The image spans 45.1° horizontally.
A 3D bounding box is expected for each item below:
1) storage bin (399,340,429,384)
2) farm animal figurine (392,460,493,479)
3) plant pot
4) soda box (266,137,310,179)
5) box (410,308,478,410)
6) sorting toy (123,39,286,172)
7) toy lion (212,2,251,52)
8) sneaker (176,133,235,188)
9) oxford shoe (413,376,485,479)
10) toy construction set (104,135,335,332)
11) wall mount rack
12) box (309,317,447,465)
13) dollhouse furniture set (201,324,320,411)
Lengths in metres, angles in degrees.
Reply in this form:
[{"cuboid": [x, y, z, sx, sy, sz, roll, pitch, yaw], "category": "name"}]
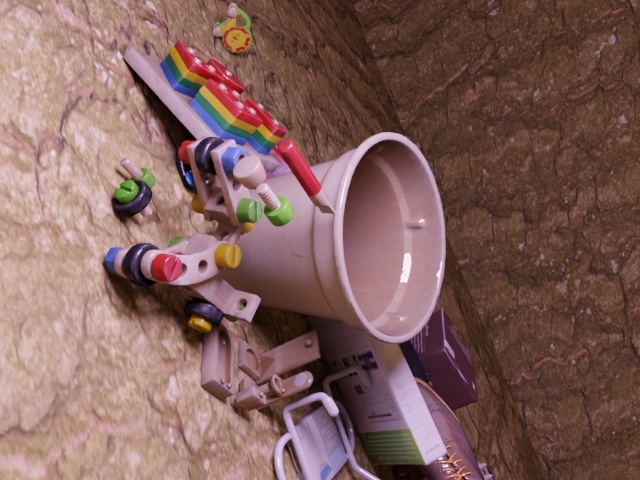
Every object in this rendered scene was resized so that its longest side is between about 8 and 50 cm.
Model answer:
[{"cuboid": [0.135, 0.261, 1.635, 0.084, 0.122, 0.180, 109, -38, -51], "category": "storage bin"}, {"cuboid": [0.317, 0.561, 1.688, 0.330, 0.172, 0.327, 62, 18, 6], "category": "farm animal figurine"}, {"cuboid": [0.000, 0.000, 1.303, 0.334, 0.305, 0.334, 4, 85, -54], "category": "plant pot"}, {"cuboid": [-0.087, -0.150, 1.695, 0.263, 0.092, 0.083, 43, 29, -47], "category": "soda box"}, {"cuboid": [0.233, 0.299, 1.789, 0.168, 0.203, 0.167, 57, 19, -21], "category": "box"}, {"cuboid": [-0.193, -0.260, 1.430, 0.255, 0.089, 0.257, 47, 14, 18], "category": "sorting toy"}, {"cuboid": [-0.203, -0.502, 1.848, 0.096, 0.100, 0.034, 30, 32, -27], "category": "toy lion"}, {"cuboid": [-0.186, -0.093, 1.394, 0.217, 0.079, 0.121, 53, 23, -7], "category": "sneaker"}, {"cuboid": [0.256, 0.431, 1.503, 0.363, 0.130, 0.133, 60, -12, 2], "category": "oxford shoe"}, {"cuboid": [-0.124, -0.003, 1.117, 0.237, 0.309, 0.257, 54, 28, -41], "category": "toy construction set"}, {"cuboid": [0.060, 0.388, 1.325, 0.304, 0.130, 0.350, 68, 20, 4], "category": "wall mount rack"}, {"cuboid": [0.102, 0.273, 1.483, 0.322, 0.058, 0.232, 67, -26, 6], "category": "box"}, {"cuboid": [-0.089, 0.181, 1.202, 0.151, 0.123, 0.144, 49, 24, -38], "category": "dollhouse furniture set"}]
